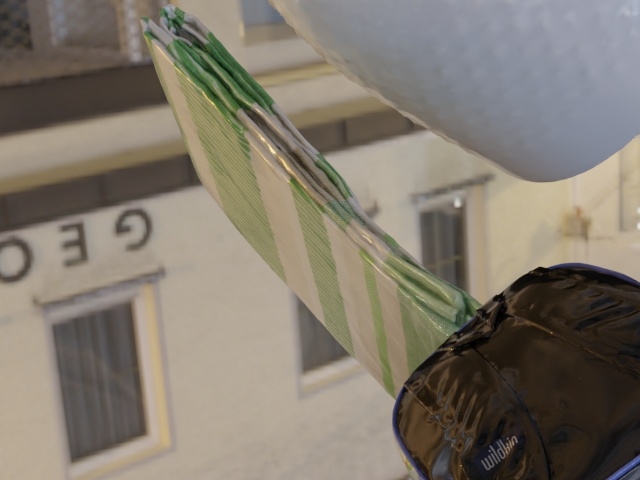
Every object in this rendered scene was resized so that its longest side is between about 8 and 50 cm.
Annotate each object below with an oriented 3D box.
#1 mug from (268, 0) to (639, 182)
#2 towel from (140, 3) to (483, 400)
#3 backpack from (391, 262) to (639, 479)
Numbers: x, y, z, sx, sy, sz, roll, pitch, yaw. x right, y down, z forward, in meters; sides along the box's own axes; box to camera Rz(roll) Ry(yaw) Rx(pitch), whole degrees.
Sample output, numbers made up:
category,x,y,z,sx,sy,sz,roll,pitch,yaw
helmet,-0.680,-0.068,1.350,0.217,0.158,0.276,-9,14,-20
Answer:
category,x,y,z,sx,sy,sz,roll,pitch,yaw
mug,0.131,-0.272,0.955,0.328,0.374,0.276,26,-158,-27
towel,0.000,0.000,0.874,0.038,0.248,0.325,-38,-117,-14
backpack,0.082,0.066,0.385,0.105,0.084,0.114,-37,-155,-7
